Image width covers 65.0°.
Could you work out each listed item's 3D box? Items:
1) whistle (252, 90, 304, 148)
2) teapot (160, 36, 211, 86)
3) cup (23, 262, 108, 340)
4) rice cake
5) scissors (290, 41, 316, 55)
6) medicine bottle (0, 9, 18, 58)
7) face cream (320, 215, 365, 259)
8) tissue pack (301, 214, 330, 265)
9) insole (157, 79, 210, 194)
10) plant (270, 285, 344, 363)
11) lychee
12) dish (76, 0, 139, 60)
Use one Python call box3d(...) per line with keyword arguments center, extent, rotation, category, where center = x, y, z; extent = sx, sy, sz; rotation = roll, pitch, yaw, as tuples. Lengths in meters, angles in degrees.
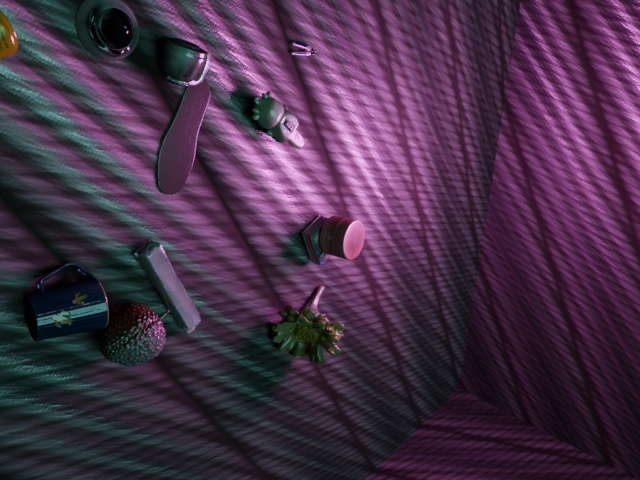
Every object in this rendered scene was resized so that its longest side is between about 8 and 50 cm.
box3d(center=(-0.128, -0.361, 1.542), extent=(0.244, 0.092, 0.110), rotation=(37, 76, -49), category="whistle")
box3d(center=(-0.345, -0.444, 1.259), extent=(0.111, 0.149, 0.108), rotation=(19, 112, -10), category="teapot")
box3d(center=(-0.610, 0.145, 1.193), extent=(0.155, 0.131, 0.176), rotation=(-14, 87, -42), category="cup")
box3d(center=(-0.428, 0.143, 1.442), extent=(0.066, 0.063, 0.336), rotation=(-46, 136, -33), category="rice cake")
box3d(center=(-0.051, -0.601, 1.585), extent=(0.113, 0.012, 0.039), rotation=(-15, 118, -46), category="scissors")
box3d(center=(-0.689, -0.343, 0.906), extent=(0.260, 0.064, 0.095), rotation=(-40, 134, -30), category="medicine bottle")
box3d(center=(0.081, -0.011, 1.840), extent=(0.149, 0.104, 0.149), rotation=(-26, 122, -50), category="face cream")
box3d(center=(0.000, 0.000, 1.882), extent=(0.115, 0.065, 0.155), rotation=(-44, 135, -29), category="tissue pack")
box3d(center=(-0.370, -0.281, 1.359), extent=(0.111, 0.007, 0.327), rotation=(15, 95, -53), category="insole")
box3d(center=(-0.068, 0.313, 1.893), extent=(0.261, 0.296, 0.306), rotation=(-3, 155, -26), category="plant")
box3d(center=(-0.489, 0.248, 1.340), extent=(0.197, 0.165, 0.165), rotation=(-34, 131, -43), category="lychee")
box3d(center=(-0.455, -0.469, 1.114), extent=(0.141, 0.078, 0.141), rotation=(-24, 124, -41), category="dish")
